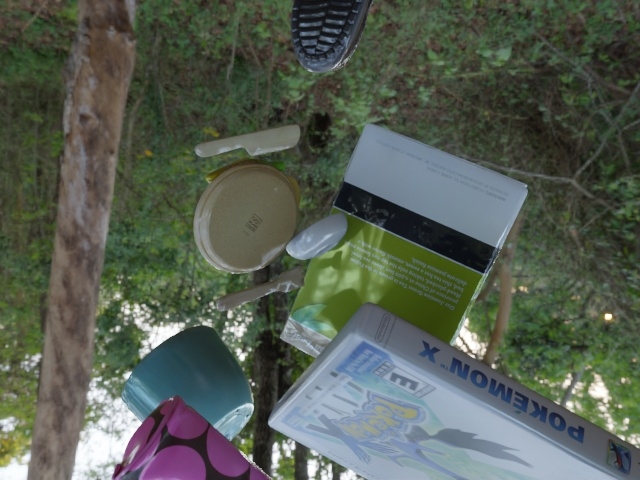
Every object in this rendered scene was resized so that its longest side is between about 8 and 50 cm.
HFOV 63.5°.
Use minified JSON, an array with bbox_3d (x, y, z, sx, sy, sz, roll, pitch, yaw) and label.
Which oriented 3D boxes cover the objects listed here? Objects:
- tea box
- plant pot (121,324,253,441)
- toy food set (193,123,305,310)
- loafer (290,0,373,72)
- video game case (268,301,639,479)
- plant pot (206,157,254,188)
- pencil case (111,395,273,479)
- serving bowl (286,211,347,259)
[{"bbox_3d":[0.140,0.021,0.801,0.220,0.323,0.329,26,-166,14],"label":"tea box"},{"bbox_3d":[-0.315,0.407,1.329,0.235,0.293,0.293,41,-162,25],"label":"plant pot"},{"bbox_3d":[-0.077,-0.025,0.557,0.132,0.192,0.038,-16,-152,-31],"label":"toy food set"},{"bbox_3d":[0.055,-0.465,0.929,0.134,0.366,0.130,15,178,24],"label":"loafer"},{"bbox_3d":[0.114,0.204,0.498,0.300,0.036,0.329,29,146,0],"label":"video game case"},{"bbox_3d":[-0.143,-0.079,1.013,0.095,0.134,0.134,48,-156,26],"label":"plant pot"},{"bbox_3d":[-0.092,0.242,0.467,0.209,0.098,0.095,47,160,-9],"label":"pencil case"},{"bbox_3d":[0.000,0.000,0.628,0.083,0.027,0.083,-30,170,-6],"label":"serving bowl"}]
